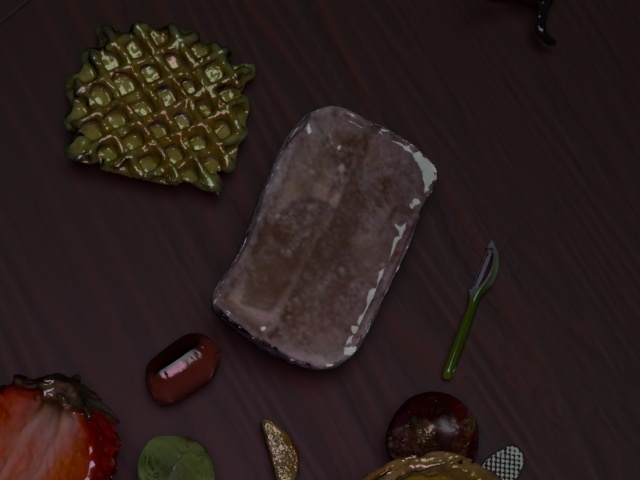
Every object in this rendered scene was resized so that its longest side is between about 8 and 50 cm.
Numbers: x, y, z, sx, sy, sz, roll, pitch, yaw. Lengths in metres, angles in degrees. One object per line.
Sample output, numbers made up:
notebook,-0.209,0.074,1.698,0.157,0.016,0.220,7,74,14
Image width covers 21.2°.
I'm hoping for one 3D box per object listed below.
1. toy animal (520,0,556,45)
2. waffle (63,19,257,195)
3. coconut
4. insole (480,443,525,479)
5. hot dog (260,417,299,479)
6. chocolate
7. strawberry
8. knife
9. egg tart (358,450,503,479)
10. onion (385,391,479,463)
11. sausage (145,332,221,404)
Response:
toy animal,0.254,-0.359,2.122,0.148,0.084,0.233,5,69,-6
waffle,-0.193,-0.162,2.029,0.223,0.054,0.204,13,72,-4
coconut,-0.160,0.254,1.882,0.088,0.096,0.088,7,56,-11
insole,0.184,0.285,1.955,0.135,0.002,0.045,-42,81,-16
hot dog,-0.042,0.241,1.931,0.034,0.030,0.090,-13,75,-11
chocolate,0.000,0.000,1.975,0.185,0.100,0.303,28,74,-8
strawberry,-0.301,0.263,1.864,0.190,0.111,0.236,34,95,34
knife,0.179,0.081,2.008,0.026,0.022,0.184,13,69,26
egg tart,0.110,0.304,1.866,0.212,0.212,0.090,-1,33,-6
onion,0.127,0.222,1.925,0.107,0.097,0.107,4,100,21
sausage,-0.156,0.145,1.936,0.094,0.059,0.054,-35,123,-15
